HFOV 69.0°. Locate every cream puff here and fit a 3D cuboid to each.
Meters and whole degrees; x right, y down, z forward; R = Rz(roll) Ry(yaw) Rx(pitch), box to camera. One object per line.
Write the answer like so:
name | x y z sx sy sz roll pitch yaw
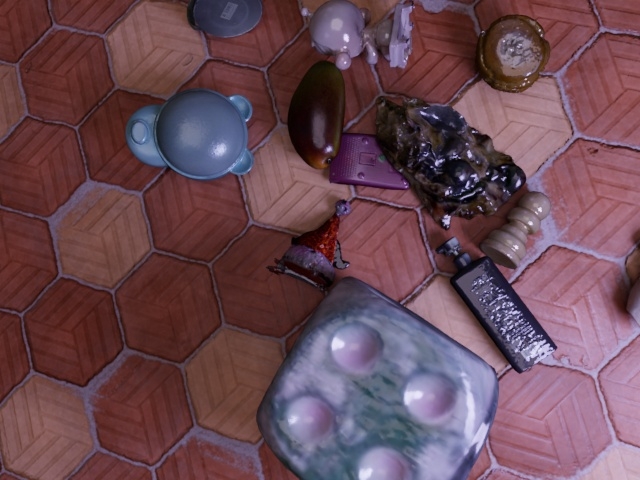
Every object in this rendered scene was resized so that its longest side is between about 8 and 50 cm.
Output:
cream puff | 0.415 -0.402 1.014 0.150 0.115 0.165 5 96 15

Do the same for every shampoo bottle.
shampoo bottle | 0.365 0.125 1.000 0.098 0.071 0.309 -35 82 5

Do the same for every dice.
dice | 0.106 0.287 0.893 0.348 0.330 0.327 32 91 10

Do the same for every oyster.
oyster | 0.277 -0.204 1.021 0.221 0.096 0.361 -37 89 -6

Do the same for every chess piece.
chess piece | 0.426 -0.031 1.003 0.094 0.094 0.170 35 83 9

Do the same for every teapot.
teapot | -0.238 -0.594 1.108 0.239 0.162 0.148 -25 72 35

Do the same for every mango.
mango | -0.009 -0.293 1.065 0.133 0.111 0.267 -4 76 34

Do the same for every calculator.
calculator | 0.120 -0.186 1.078 0.191 0.034 0.126 6 85 7

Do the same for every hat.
hat | -0.002 0.000 1.056 0.140 0.129 0.227 20 70 25

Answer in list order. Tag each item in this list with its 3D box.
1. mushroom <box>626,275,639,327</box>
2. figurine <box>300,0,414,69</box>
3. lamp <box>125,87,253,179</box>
mushroom | 0.694 0.090 0.954 0.097 0.088 0.212 8 80 40
figurine | 0.078 -0.464 1.050 0.257 0.144 0.181 9 88 9
lamp | -0.302 -0.244 1.080 0.284 0.147 0.209 -1 87 8
